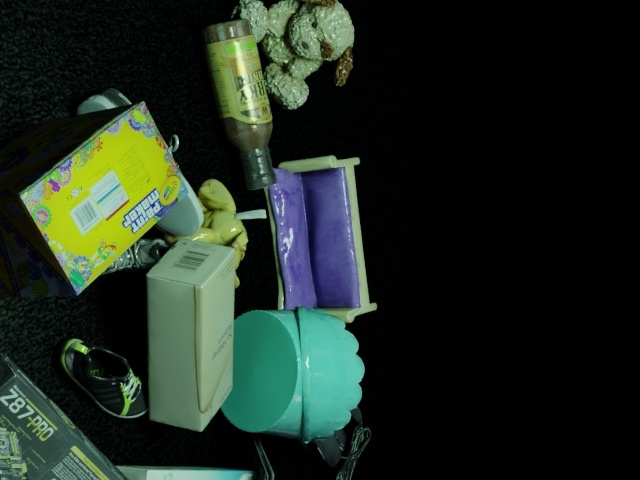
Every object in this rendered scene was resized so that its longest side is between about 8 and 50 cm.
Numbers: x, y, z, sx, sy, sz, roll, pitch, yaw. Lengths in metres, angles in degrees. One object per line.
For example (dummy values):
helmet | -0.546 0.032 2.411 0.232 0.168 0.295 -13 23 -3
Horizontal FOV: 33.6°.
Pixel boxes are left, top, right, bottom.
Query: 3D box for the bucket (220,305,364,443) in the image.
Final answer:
bucket | -0.069 0.264 2.125 0.183 0.281 0.281 10 79 -48

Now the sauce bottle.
sauce bottle | -0.158 -0.277 2.173 0.111 0.111 0.344 -28 110 -50

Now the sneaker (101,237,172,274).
sneaker | -0.352 0.022 1.876 0.229 0.132 0.086 -9 94 -53

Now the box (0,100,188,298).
box | -0.421 -0.062 1.676 0.290 0.279 0.177 -48 124 -42

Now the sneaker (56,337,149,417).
sneaker | -0.366 0.249 1.869 0.235 0.097 0.084 43 55 -42

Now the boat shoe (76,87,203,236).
boat shoe | -0.311 -0.145 1.929 0.306 0.113 0.105 46 36 -4

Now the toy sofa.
toy sofa | 0.000 0.000 2.322 0.177 0.150 0.362 -12 96 -53

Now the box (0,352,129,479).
box | -0.474 0.413 1.609 0.318 0.097 0.395 -41 123 -10

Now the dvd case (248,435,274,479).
dvd case | -0.121 0.497 2.075 0.018 0.221 0.164 5 98 -11

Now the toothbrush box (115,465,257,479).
toothbrush box | -0.263 0.528 1.957 0.295 0.126 0.216 17 73 -50

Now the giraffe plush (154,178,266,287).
giraffe plush | -0.212 -0.001 2.060 0.170 0.210 0.181 95 4 -50

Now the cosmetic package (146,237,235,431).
cosmetic package | -0.234 0.171 1.926 0.160 0.113 0.309 -55 152 -57

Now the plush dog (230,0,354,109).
plush dog | -0.027 -0.436 2.259 0.210 0.225 0.262 -51 125 -41

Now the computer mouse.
computer mouse | 0.042 0.428 2.413 0.262 0.060 0.184 56 48 -34
